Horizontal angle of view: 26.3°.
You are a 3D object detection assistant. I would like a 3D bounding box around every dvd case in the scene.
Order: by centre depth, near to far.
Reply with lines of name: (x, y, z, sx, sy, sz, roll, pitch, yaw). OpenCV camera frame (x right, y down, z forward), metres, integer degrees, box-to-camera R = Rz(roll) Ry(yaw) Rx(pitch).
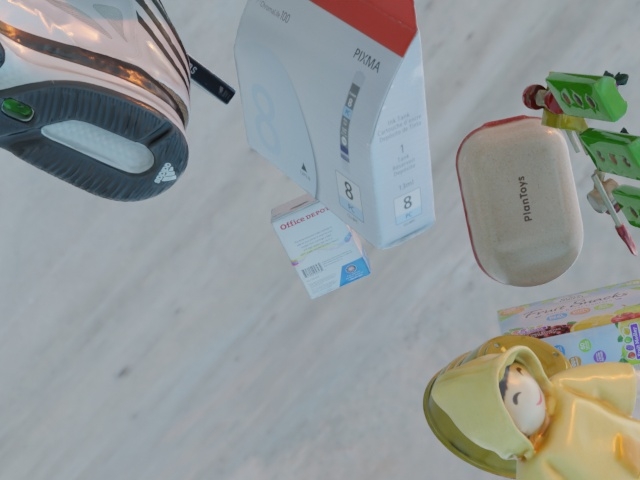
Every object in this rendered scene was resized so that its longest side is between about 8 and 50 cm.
dvd case: (-0.235, -0.269, 1.768, 0.238, 0.179, 0.030, 34, 90, -40)

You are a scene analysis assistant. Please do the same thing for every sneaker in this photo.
sneaker: (-0.331, -0.225, 1.386, 0.169, 0.447, 0.257, -49, -155, 33)

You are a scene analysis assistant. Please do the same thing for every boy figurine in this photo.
boy figurine: (0.219, 0.162, 1.057, 0.092, 0.285, 0.177, -39, -160, 56)

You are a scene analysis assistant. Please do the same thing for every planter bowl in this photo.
planter bowl: (0.235, 0.175, 1.621, 0.217, 0.217, 0.090, -43, 149, -48)

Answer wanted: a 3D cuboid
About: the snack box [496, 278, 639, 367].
snack box: (0.347, 0.123, 1.832, 0.207, 0.070, 0.174, -12, -169, 6)

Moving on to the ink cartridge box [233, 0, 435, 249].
ink cartridge box: (-0.002, -0.220, 1.548, 0.091, 0.308, 0.385, -25, 129, -21)

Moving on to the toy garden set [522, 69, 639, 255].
toy garden set: (0.303, -0.072, 1.358, 0.049, 0.244, 0.204, -36, -164, -7)

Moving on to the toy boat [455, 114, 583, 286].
toy boat: (0.265, -0.054, 1.851, 0.151, 0.231, 0.151, -11, -172, 2)

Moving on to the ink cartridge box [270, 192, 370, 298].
ink cartridge box: (0.000, 0.000, 1.766, 0.088, 0.122, 0.052, -23, -158, 10)
